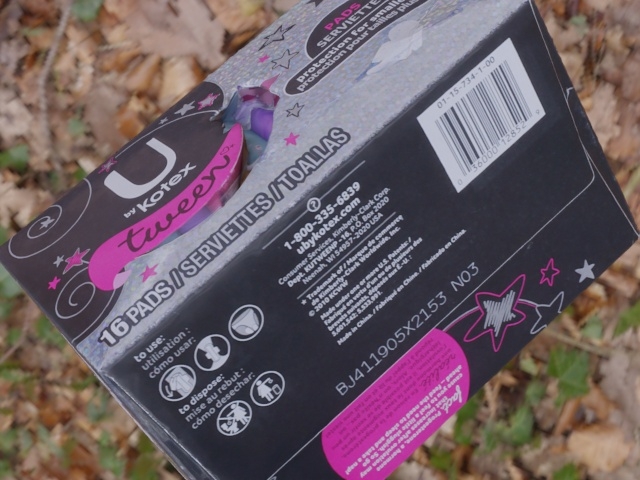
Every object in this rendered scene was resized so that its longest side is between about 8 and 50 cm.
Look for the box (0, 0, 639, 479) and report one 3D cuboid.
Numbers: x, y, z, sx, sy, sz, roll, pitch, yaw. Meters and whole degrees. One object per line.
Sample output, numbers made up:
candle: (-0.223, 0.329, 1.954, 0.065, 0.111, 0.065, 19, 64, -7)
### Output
box: (0.000, 0.000, 0.658, 0.142, 0.247, 0.163, 33, 161, 52)
